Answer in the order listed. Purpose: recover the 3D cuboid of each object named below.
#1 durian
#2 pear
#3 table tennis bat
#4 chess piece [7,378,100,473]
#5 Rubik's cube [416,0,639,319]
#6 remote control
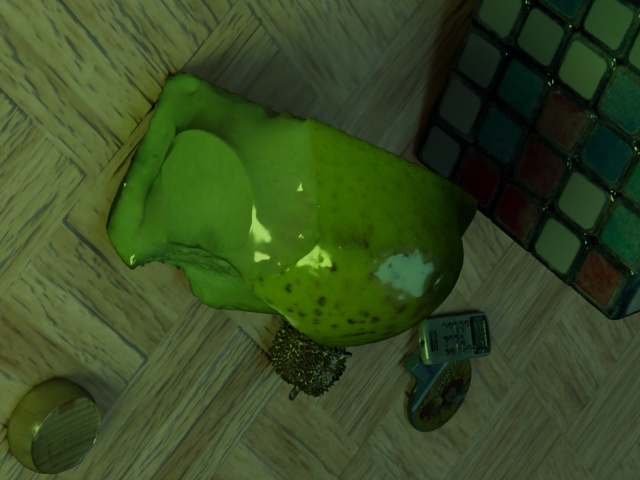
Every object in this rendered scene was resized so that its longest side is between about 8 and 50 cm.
[{"bbox_3d":[-0.012,0.113,1.672,0.080,0.080,0.091,35,80,-55],"label":"durian"},{"bbox_3d":[0.000,0.000,1.431,0.286,0.282,0.176,23,88,-54],"label":"pear"},{"bbox_3d":[0.127,0.161,1.928,0.100,0.019,0.155,-53,146,-8],"label":"table tennis bat"},{"bbox_3d":[-0.228,0.159,1.475,0.084,0.038,0.083,-28,133,-34],"label":"chess piece"},{"bbox_3d":[0.318,-0.138,1.674,0.293,0.287,0.292,-18,140,-43],"label":"Rubik's cube"},{"bbox_3d":[0.148,0.107,1.899,0.124,0.018,0.053,-2,84,-50],"label":"remote control"}]
